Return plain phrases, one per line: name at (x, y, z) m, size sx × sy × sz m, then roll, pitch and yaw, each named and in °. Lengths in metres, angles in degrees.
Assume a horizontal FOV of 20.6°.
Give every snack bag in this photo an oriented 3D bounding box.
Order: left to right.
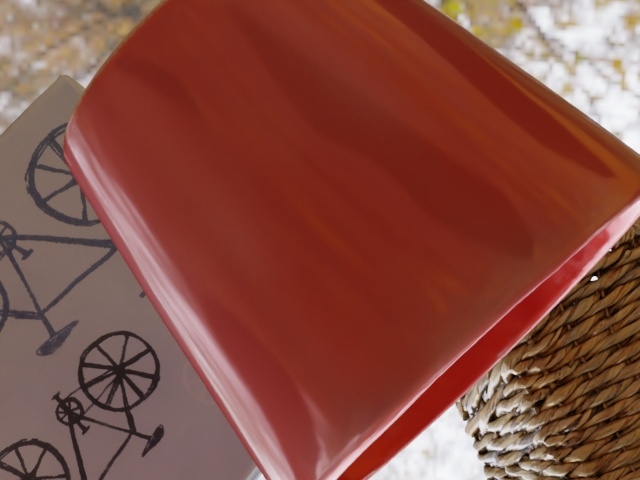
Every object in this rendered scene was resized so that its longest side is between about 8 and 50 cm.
snack bag at (-0.168, 0.078, 1.335) m, size 0.342 × 0.037 × 0.323 m, roll 38°, pitch -114°, yaw 4°

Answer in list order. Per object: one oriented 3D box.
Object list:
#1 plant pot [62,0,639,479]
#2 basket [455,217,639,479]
plant pot at (0.009, -0.023, 0.966) m, size 0.243 × 0.275 × 0.275 m, roll 47°, pitch -131°, yaw 9°
basket at (0.256, 0.084, 1.523) m, size 0.299 × 0.223 × 0.213 m, roll -27°, pitch -173°, yaw -20°
